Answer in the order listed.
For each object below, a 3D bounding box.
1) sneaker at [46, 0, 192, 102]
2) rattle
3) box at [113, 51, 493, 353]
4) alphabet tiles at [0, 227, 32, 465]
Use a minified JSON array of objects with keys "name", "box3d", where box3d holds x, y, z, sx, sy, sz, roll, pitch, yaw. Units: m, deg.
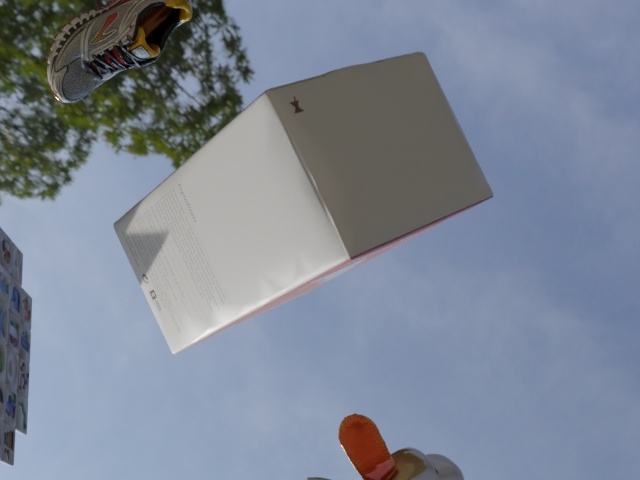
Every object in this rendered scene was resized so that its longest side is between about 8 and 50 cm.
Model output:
[{"name":"sneaker","box3d":[-0.260,-0.258,1.206,0.225,0.088,0.093,-42,-123,8]},{"name":"rattle","box3d":[0.077,0.219,0.664,0.130,0.200,0.143,-24,-128,-10]},{"name":"box","box3d":[-0.032,-0.031,0.989,0.215,0.345,0.168,-22,-95,-40]},{"name":"alphabet tiles","box3d":[-0.475,0.147,1.383,0.011,0.285,0.343,-4,-112,-1]}]
